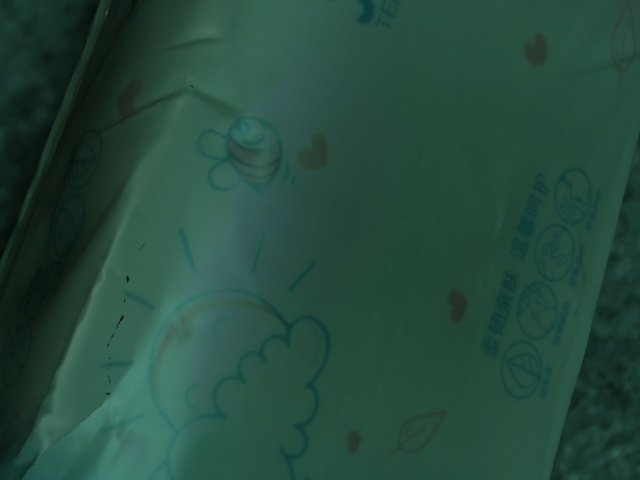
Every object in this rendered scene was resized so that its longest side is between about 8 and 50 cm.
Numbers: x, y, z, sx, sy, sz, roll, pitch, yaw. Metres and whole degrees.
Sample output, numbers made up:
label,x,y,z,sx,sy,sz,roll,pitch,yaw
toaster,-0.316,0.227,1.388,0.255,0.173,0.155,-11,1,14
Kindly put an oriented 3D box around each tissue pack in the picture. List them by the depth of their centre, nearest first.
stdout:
label,x,y,z,sx,sy,sz,roll,pitch,yaw
tissue pack,0.002,0.001,0.437,0.201,0.124,0.271,26,75,-33

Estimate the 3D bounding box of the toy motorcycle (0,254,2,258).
label,x,y,z,sx,sy,sz,roll,pitch,yaw
toy motorcycle,-0.152,0.120,0.448,0.151,0.074,0.228,-13,105,-21
